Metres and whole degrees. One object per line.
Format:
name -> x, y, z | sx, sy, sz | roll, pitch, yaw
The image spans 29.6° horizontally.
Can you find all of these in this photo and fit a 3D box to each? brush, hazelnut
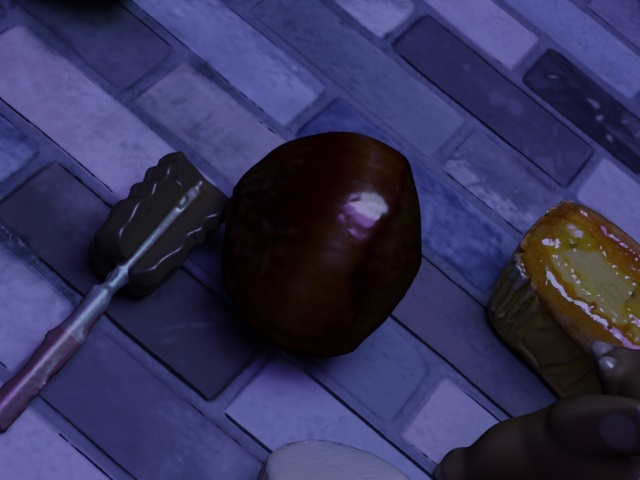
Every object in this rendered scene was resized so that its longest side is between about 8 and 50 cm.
brush -> -0.180, 0.040, 1.016 | 0.084, 0.071, 0.301 | 39, 55, -1
hazelnut -> 0.000, 0.000, 1.060 | 0.178, 0.178, 0.203 | 20, 86, -12

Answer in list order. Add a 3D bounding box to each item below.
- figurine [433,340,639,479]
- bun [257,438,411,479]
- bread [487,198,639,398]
figurine -> 0.256, 0.178, 1.026 | 0.173, 0.247, 0.177 | -23, 70, -47
bun -> 0.010, 0.226, 0.958 | 0.138, 0.094, 0.138 | 17, 16, -5
bread -> 0.297, 0.097, 1.171 | 0.288, 0.119, 0.152 | 44, 46, 8
